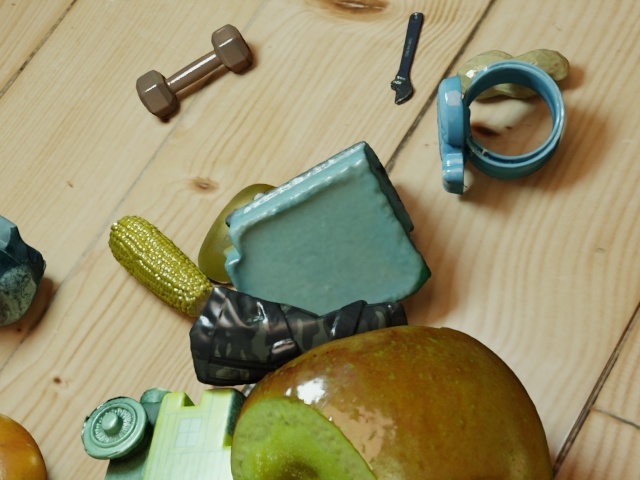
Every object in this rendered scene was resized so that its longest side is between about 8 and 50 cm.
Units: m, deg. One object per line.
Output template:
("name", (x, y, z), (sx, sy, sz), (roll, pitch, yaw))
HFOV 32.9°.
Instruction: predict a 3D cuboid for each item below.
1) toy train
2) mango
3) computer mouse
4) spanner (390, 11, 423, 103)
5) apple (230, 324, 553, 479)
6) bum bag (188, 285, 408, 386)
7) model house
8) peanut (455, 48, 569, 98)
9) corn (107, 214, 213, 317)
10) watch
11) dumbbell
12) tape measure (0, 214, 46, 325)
("toy train", (-0.211, 0.393, 1.513), (0.272, 0.179, 0.442), (-7, 48, 18))
("mango", (-0.543, 0.362, 1.747), (0.187, 0.138, 0.257), (-53, 45, 10))
("computer mouse", (-0.133, -0.017, 1.847), (0.102, 0.045, 0.199), (23, 72, 34))
("spanner", (0.156, -0.326, 1.928), (0.046, 0.012, 0.208), (-1, 58, 26))
("apple", (0.089, 0.293, 1.324), (0.384, 0.374, 0.374), (-11, 53, 2))
("bum bag", (-0.018, 0.148, 1.551), (0.341, 0.095, 0.144), (6, 101, -1))
("model house", (0.000, 0.000, 1.690), (0.281, 0.230, 0.249), (-27, 12, 5))
("peanut", (0.312, -0.272, 1.769), (0.187, 0.082, 0.082), (2, 60, 28))
("corn", (-0.273, 0.042, 1.850), (0.260, 0.091, 0.091), (36, 88, 38))
("watch", (0.277, -0.173, 1.672), (0.193, 0.211, 0.211), (-5, 56, 7))
("dumbbell", (-0.243, -0.324, 2.086), (0.231, 0.082, 0.092), (-30, 49, 6))
("tape measure", (-0.629, 0.039, 1.926), (0.275, 0.256, 0.147), (-4, 53, 31))
